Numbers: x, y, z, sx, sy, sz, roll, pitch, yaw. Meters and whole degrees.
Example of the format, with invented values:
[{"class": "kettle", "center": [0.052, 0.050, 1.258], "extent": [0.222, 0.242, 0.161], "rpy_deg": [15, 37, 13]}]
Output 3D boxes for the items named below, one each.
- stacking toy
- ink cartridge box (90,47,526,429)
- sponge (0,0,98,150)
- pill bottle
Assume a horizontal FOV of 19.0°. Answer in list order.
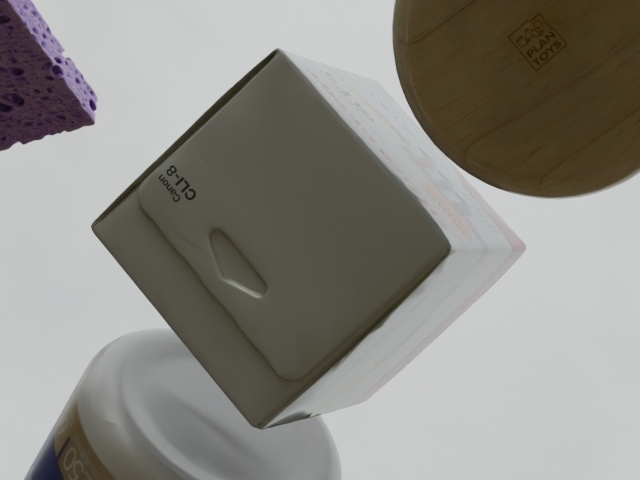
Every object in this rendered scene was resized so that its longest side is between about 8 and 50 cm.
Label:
[{"class": "stacking toy", "center": [0.155, -0.122, 0.949], "extent": [0.141, 0.330, 0.141], "rpy_deg": [6, -74, 23]}, {"class": "ink cartridge box", "center": [0.000, 0.000, 0.933], "extent": [0.127, 0.176, 0.128], "rpy_deg": [-43, -101, 13]}, {"class": "sponge", "center": [-0.259, -0.148, 1.384], "extent": [0.117, 0.031, 0.210], "rpy_deg": [-13, -43, 19]}, {"class": "pill bottle", "center": [-0.111, 0.191, 1.065], "extent": [0.153, 0.153, 0.265], "rpy_deg": [28, -62, -7]}]
